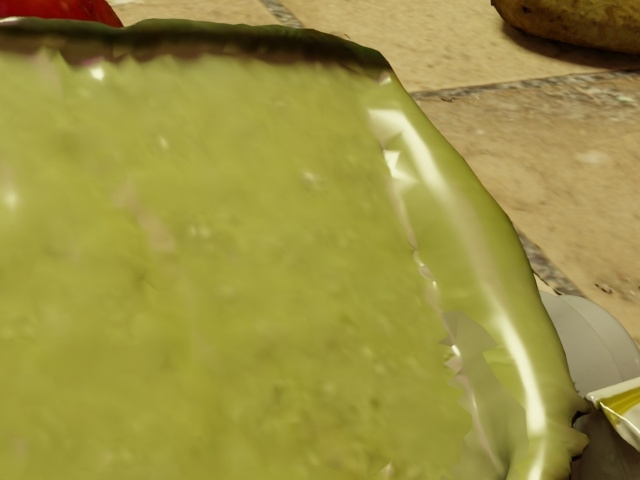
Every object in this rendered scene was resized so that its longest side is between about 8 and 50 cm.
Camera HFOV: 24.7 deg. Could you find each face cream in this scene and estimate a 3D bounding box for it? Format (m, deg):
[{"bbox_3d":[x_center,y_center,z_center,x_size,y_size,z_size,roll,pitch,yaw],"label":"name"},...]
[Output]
[{"bbox_3d":[0.080,0.070,0.602,0.095,0.091,0.091,-20,41,-28],"label":"face cream"}]

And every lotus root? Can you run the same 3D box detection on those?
[{"bbox_3d":[0.208,-0.173,1.030,0.191,0.094,0.108,25,58,9],"label":"lotus root"}]

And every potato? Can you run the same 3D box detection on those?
[{"bbox_3d":[-0.091,0.086,0.467,0.330,0.213,0.280,-2,50,-35],"label":"potato"}]

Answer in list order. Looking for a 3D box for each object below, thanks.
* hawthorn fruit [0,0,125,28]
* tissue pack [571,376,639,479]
[{"bbox_3d":[-0.161,-0.069,0.699,0.235,0.181,0.181,0,31,-33],"label":"hawthorn fruit"},{"bbox_3d":[0.171,0.104,0.553,0.149,0.106,0.099,-13,39,-31],"label":"tissue pack"}]
